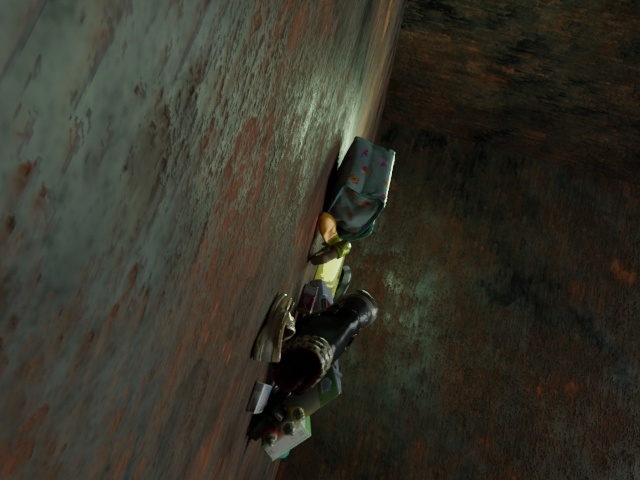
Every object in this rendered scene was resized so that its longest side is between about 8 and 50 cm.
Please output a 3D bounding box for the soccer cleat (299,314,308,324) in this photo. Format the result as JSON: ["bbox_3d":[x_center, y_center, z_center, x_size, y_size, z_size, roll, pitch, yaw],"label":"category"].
[{"bbox_3d":[-0.061,0.378,1.721,0.095,0.083,0.247,-27,134,-64],"label":"soccer cleat"}]

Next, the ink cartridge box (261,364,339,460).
[{"bbox_3d":[-0.043,0.437,1.272,0.235,0.056,0.171,-33,-169,2],"label":"ink cartridge box"}]

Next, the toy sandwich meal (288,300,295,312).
[{"bbox_3d":[-0.080,0.167,1.085,0.085,0.029,0.085,16,90,-85],"label":"toy sandwich meal"}]

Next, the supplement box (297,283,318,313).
[{"bbox_3d":[-0.038,0.181,1.509,0.055,0.043,0.083,87,21,-72],"label":"supplement box"}]

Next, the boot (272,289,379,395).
[{"bbox_3d":[-0.031,0.299,1.337,0.377,0.138,0.284,-39,178,38],"label":"boot"}]

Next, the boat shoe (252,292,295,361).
[{"bbox_3d":[-0.077,0.170,0.951,0.170,0.059,0.063,-68,172,-51],"label":"boat shoe"}]

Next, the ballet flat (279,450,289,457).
[{"bbox_3d":[-0.140,0.717,1.816,0.083,0.087,0.247,54,-45,47],"label":"ballet flat"}]

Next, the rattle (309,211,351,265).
[{"bbox_3d":[0.000,0.000,1.450,0.130,0.142,0.200,-42,-170,-3],"label":"rattle"}]

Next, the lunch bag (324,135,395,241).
[{"bbox_3d":[0.104,-0.132,1.475,0.262,0.160,0.223,118,-9,-51],"label":"lunch bag"}]

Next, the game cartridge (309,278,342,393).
[{"bbox_3d":[0.021,0.325,1.650,0.230,0.068,0.354,74,11,-69],"label":"game cartridge"}]

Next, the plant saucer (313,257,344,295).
[{"bbox_3d":[0.029,0.158,1.980,0.332,0.081,0.332,101,7,-48],"label":"plant saucer"}]

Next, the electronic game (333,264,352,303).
[{"bbox_3d":[0.061,0.208,2.189,0.229,0.048,0.229,-47,-160,24],"label":"electronic game"}]

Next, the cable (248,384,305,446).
[{"bbox_3d":[-0.110,0.436,1.247,0.139,0.072,0.287,-38,-179,-6],"label":"cable"}]

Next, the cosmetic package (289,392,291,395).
[{"bbox_3d":[-0.127,0.659,1.943,0.239,0.061,0.098,100,9,-51],"label":"cosmetic package"}]

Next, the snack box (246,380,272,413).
[{"bbox_3d":[-0.135,0.354,1.113,0.178,0.022,0.064,90,17,-72],"label":"snack box"}]
